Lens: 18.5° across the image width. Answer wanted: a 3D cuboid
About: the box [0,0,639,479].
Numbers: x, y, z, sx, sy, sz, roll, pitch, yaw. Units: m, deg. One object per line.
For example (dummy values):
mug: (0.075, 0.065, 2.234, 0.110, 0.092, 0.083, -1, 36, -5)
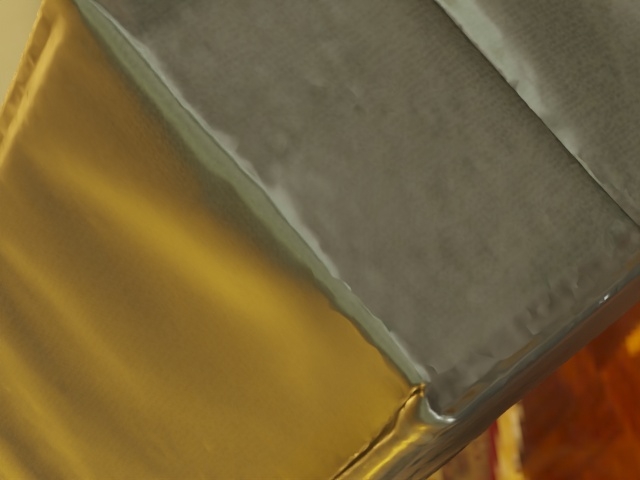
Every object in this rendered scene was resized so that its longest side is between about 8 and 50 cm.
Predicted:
box: (0.001, 0.001, 0.827, 0.204, 0.251, 0.345, 51, 145, 8)
